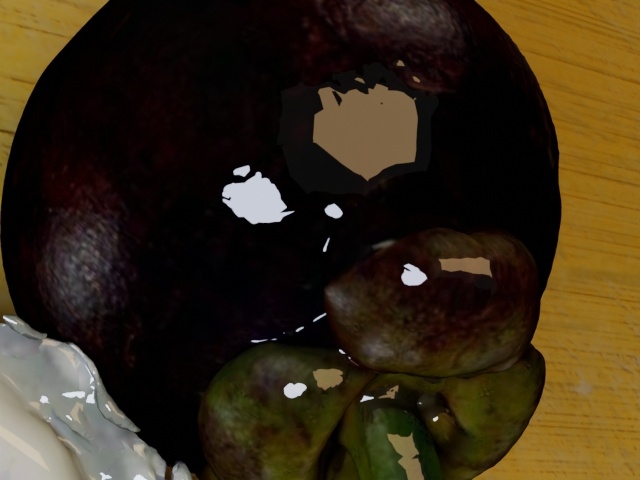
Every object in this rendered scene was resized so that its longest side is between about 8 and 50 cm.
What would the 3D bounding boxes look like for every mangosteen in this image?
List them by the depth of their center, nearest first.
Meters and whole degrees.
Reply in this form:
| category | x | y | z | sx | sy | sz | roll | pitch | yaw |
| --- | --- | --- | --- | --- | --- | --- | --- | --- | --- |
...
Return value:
| category | x | y | z | sx | sy | sz | roll | pitch | yaw |
| --- | --- | --- | --- | --- | --- | --- | --- | --- | --- |
| mangosteen | -0.010 | -0.011 | 0.909 | 0.296 | 0.313 | 0.297 | -3 | 100 | -20 |

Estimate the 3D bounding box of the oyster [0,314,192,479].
| category | x | y | z | sx | sy | sz | roll | pitch | yaw |
| --- | --- | --- | --- | --- | --- | --- | --- | --- | --- |
| oyster | -0.164 | 0.167 | 0.795 | 0.351 | 0.115 | 0.238 | 53 | 47 | -2 |
